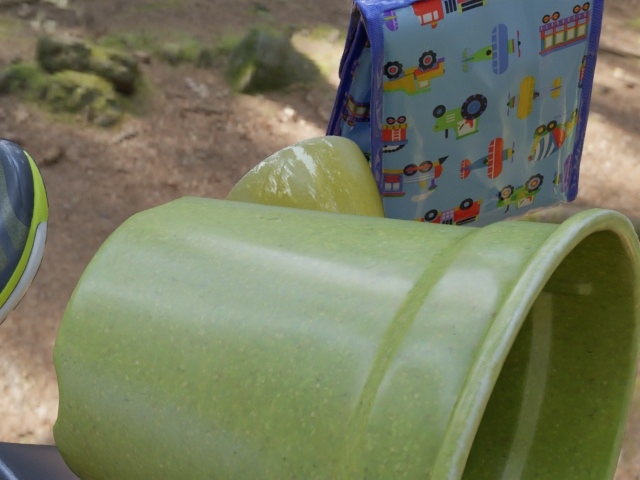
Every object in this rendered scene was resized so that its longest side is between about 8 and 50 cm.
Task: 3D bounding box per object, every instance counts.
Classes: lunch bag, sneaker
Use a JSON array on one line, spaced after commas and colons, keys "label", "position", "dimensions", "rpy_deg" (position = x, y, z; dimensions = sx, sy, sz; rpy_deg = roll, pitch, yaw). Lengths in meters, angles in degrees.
[{"label": "lunch bag", "position": [0.129, -0.139, 1.040], "dimensions": [0.221, 0.293, 0.138], "rpy_deg": [-18, 57, -16]}, {"label": "sneaker", "position": [-0.329, 0.043, 0.974], "dimensions": [0.111, 0.300, 0.121], "rpy_deg": [12, -18, 40]}]

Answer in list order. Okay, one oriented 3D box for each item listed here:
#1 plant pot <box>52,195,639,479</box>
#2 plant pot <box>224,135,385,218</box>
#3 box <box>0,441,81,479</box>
[{"label": "plant pot", "position": [0.005, 0.090, 0.640], "dimensions": [0.254, 0.276, 0.276], "rpy_deg": [15, 19, 28]}, {"label": "plant pot", "position": [0.000, 0.000, 0.920], "dimensions": [0.134, 0.134, 0.095], "rpy_deg": [-5, 51, -42]}, {"label": "box", "position": [-0.226, 0.365, 0.939], "dimensions": [0.296, 0.294, 0.183], "rpy_deg": [40, 2, 19]}]
